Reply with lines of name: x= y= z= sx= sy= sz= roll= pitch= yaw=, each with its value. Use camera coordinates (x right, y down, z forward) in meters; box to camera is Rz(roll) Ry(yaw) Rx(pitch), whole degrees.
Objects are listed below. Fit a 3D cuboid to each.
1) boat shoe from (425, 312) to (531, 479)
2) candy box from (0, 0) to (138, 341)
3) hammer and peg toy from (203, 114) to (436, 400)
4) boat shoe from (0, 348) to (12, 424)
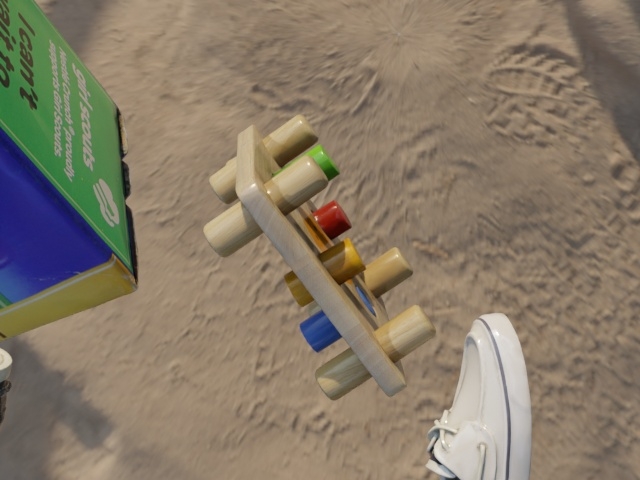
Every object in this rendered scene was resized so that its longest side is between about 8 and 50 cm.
boat shoe: x=0.141 y=0.203 z=1.195 sx=0.088 sy=0.096 sz=0.268 roll=-1 pitch=98 yaw=-12
candy box: x=-0.259 y=-0.062 z=0.454 sx=0.268 sy=0.122 sz=0.317 roll=-22 pitch=139 yaw=13
hammer and peg toy: x=0.000 y=0.000 z=1.330 sx=0.127 sy=0.361 sz=0.266 roll=-34 pitch=105 yaw=7
boat shoe: x=-0.388 y=0.140 z=1.077 sx=0.254 sy=0.095 sz=0.079 roll=-6 pitch=111 yaw=-38
